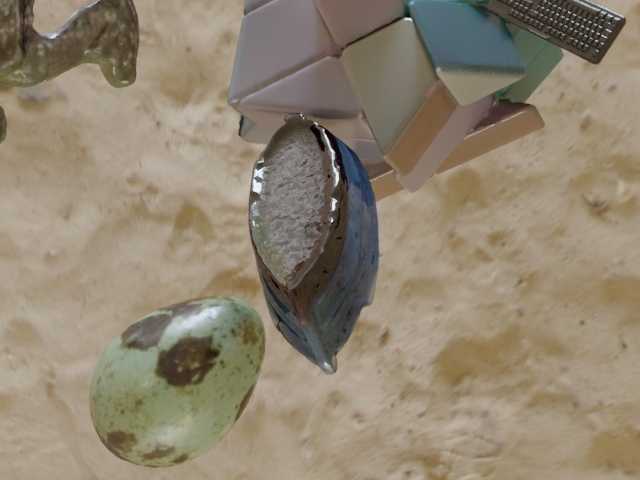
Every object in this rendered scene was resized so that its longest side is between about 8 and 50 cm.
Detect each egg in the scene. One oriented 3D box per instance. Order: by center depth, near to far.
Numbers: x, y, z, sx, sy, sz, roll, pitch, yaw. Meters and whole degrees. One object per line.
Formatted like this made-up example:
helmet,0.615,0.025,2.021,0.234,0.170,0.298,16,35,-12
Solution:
egg,-0.159,0.157,1.490,0.231,0.169,0.169,-41,83,0

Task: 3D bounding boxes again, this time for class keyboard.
keyboard,0.223,-0.218,1.255,0.155,0.010,0.053,36,97,42

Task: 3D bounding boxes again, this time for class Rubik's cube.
Rubik's cube,0.082,-0.245,1.528,0.368,0.358,0.387,8,83,19

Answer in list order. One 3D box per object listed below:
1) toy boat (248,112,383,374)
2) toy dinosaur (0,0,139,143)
toy boat,0.000,0.000,1.327,0.129,0.142,0.309,-17,48,17
toy dinosaur,-0.243,-0.157,0.831,0.077,0.294,0.162,27,84,41
